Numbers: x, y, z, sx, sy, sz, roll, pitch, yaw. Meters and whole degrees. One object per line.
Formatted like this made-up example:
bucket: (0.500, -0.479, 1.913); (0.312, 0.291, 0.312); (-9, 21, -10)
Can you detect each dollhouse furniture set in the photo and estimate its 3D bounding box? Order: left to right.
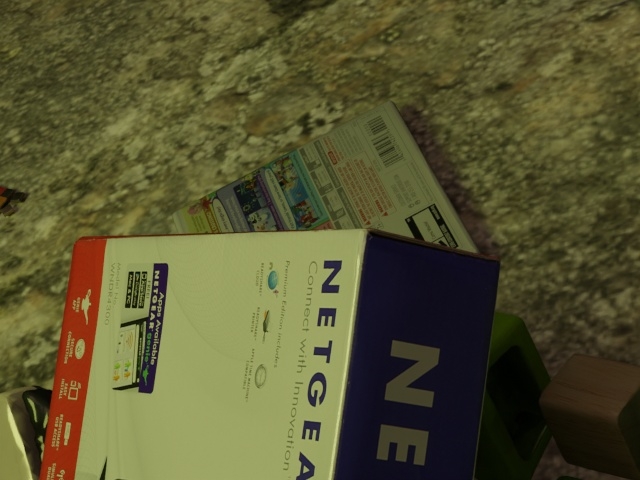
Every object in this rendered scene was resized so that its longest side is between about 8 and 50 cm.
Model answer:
dollhouse furniture set: (0.183, 0.167, 0.923); (0.301, 0.197, 0.151); (10, 51, 40)

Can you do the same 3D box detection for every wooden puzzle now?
wooden puzzle: (-0.290, -0.028, 1.604); (0.083, 0.006, 0.049); (13, 54, 41)

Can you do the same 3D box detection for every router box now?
router box: (-0.050, 0.164, 0.963); (0.301, 0.082, 0.335); (-3, 77, 57)

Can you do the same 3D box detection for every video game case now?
video game case: (0.000, 0.000, 1.374); (0.193, 0.023, 0.212); (-28, 38, 2)

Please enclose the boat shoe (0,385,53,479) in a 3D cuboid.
boat shoe: (-0.220, 0.196, 1.234); (0.340, 0.158, 0.127); (-30, 71, 35)
